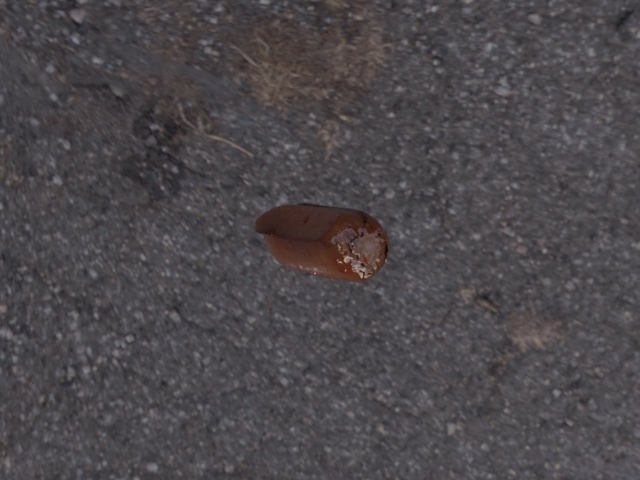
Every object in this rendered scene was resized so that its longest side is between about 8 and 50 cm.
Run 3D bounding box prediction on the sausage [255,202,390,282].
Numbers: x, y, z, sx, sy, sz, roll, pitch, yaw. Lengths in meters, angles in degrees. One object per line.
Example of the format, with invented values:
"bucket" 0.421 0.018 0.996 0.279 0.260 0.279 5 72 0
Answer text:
"sausage" 0.000 0.000 1.266 0.102 0.330 0.102 -2 94 -22
